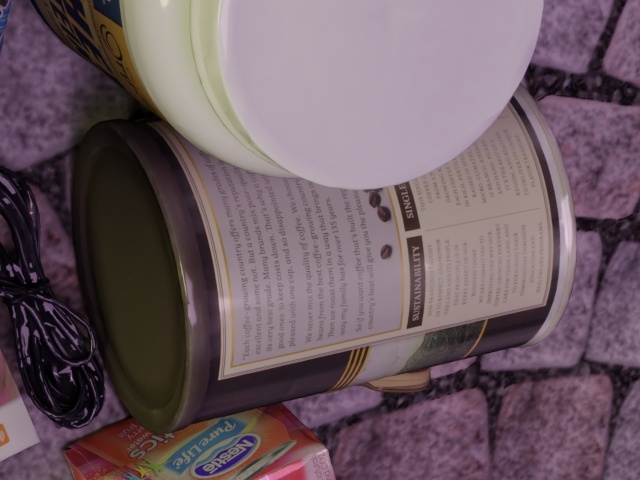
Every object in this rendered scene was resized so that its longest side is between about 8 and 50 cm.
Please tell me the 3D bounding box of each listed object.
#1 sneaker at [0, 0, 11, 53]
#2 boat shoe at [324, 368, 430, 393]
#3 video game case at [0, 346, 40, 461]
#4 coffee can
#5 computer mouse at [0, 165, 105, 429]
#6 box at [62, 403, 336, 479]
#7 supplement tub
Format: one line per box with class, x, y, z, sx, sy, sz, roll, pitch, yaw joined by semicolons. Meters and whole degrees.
sneaker;-0.220;-0.141;1.191;0.063;0.073;0.162;15;115;-7
boat shoe;0.007;0.074;1.404;0.178;0.064;0.060;2;104;-35
video game case;-0.305;0.063;1.165;0.210;0.042;0.232;-26;102;-26
coffee can;0.000;0.000;1.283;0.275;0.201;0.201;-11;115;-24
computer mouse;-0.285;0.085;1.246;0.272;0.072;0.188;-28;109;-25
box;-0.059;0.267;1.396;0.154;0.142;0.300;-22;119;-18
supplement tub;-0.034;-0.169;1.127;0.228;0.316;0.228;-10;114;-24
